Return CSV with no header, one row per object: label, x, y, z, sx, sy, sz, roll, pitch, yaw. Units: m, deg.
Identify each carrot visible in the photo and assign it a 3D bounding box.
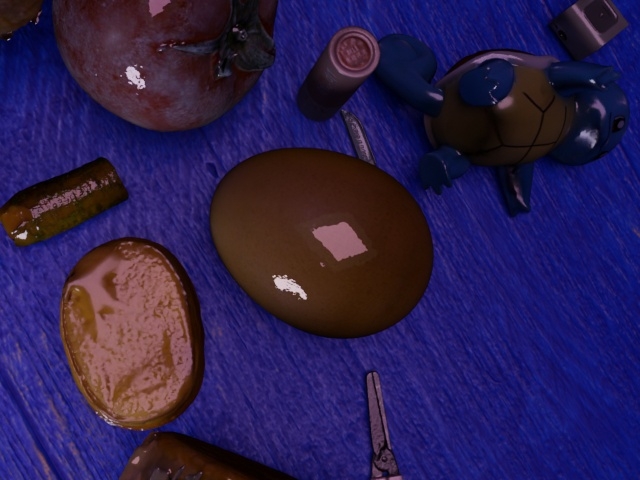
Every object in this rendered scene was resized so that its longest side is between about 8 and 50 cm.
carrot,-0.365,-0.054,1.244,0.173,0.082,0.082,-27,90,-19

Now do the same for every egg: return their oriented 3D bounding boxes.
egg,0.000,0.000,1.222,0.322,0.250,0.250,23,81,-2

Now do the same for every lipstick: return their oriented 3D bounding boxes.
lipstick,0.020,-0.229,1.243,0.070,0.254,0.070,1,85,-11

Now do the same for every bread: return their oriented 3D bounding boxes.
bread,-0.086,0.380,1.173,0.388,0.236,0.183,30,67,-11
bread,-0.257,0.128,1.213,0.195,0.142,0.270,-13,85,-9

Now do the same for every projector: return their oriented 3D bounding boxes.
projector,0.432,-0.350,1.423,0.083,0.083,0.082,-38,92,-13

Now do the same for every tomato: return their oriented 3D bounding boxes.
tomato,-0.200,-0.302,1.182,0.282,0.317,0.317,23,79,22

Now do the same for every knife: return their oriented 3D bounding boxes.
knife,0.077,-0.108,1.366,0.028,0.015,0.210,-19,88,-6

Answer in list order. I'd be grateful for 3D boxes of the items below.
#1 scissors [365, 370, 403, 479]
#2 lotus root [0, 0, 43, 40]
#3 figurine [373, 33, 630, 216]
scissors,0.099,0.354,1.322,0.160,0.024,0.318,-6,86,-10
lotus root,-0.504,-0.380,1.160,0.390,0.111,0.375,-45,58,9
figurine,0.269,-0.183,1.325,0.416,0.243,0.298,14,125,-7
